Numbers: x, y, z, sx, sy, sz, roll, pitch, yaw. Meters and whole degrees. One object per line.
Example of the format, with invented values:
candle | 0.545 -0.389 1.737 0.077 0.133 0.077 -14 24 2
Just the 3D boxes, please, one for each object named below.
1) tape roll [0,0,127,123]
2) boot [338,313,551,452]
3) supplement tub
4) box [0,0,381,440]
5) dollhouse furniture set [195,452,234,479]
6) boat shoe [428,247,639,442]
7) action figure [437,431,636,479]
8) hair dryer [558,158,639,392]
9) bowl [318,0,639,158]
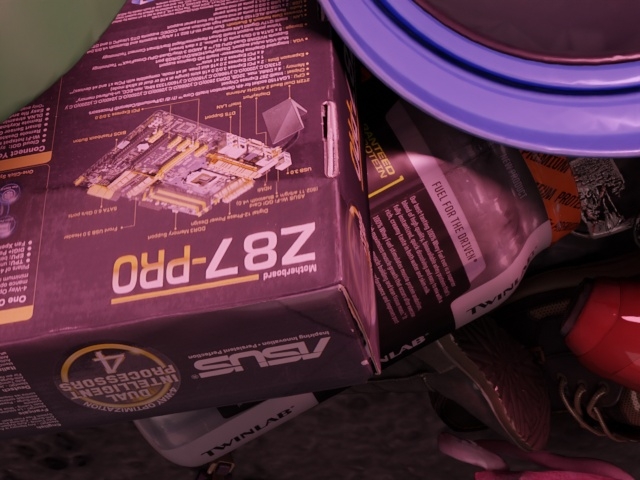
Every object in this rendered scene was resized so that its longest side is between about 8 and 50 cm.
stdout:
tape roll | -0.245 -0.151 0.588 0.321 0.321 0.077 -8 138 7
boot | 0.067 0.115 1.028 0.209 0.076 0.189 -18 120 38
supplement tub | 0.000 0.000 0.820 0.316 0.193 0.193 -28 137 -2
box | -0.171 -0.041 0.721 0.395 0.318 0.097 -11 138 9
dollhouse furniture set | -0.071 0.281 1.273 0.114 0.081 0.091 12 137 -16
boat shoe | 0.244 0.095 1.033 0.355 0.130 0.132 -29 132 27
action figure | 0.320 0.249 1.032 0.370 0.275 0.248 -26 157 33
hair dryer | 0.275 0.022 0.893 0.224 0.080 0.293 -22 102 25
bowl | 0.168 -0.228 0.634 0.391 0.077 0.391 -2 123 -2
